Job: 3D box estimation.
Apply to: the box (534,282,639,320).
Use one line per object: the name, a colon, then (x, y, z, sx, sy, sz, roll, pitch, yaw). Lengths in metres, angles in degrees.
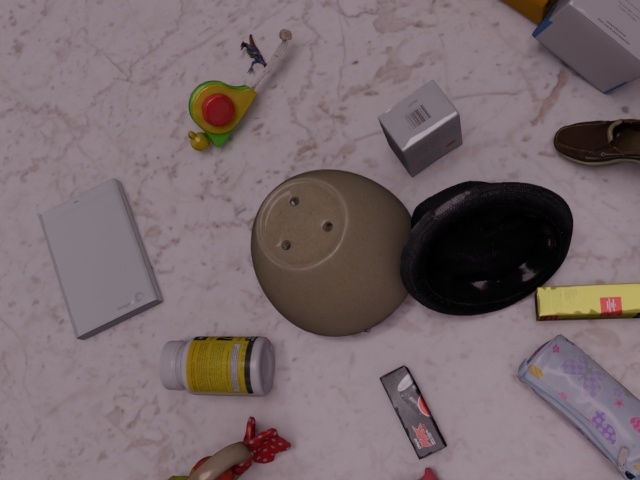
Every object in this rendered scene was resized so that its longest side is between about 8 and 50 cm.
box: (0.516, 0.113, 1.330, 0.233, 0.087, 0.058, -2, 77, 12)

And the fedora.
fedora: (0.289, -0.011, 1.347, 0.334, 0.334, 0.152, -28, 39, 5)

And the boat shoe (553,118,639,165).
boat shoe: (0.552, -0.194, 1.347, 0.258, 0.095, 0.095, 10, 73, 41)

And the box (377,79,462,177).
box: (0.201, -0.218, 1.439, 0.130, 0.170, 0.091, -34, 73, 3)

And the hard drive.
hard drive: (-0.492, 0.039, 1.610, 0.203, 0.040, 0.307, -26, 72, 6)

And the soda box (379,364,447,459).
soda box: (0.176, 0.325, 1.375, 0.060, 0.053, 0.168, -28, 73, 5)

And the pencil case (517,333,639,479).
pencil case: (0.481, 0.293, 1.279, 0.124, 0.113, 0.273, -37, 69, -21)

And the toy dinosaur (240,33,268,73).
toy dinosaur: (-0.143, -0.423, 1.641, 0.082, 0.047, 0.090, 30, 72, -2)

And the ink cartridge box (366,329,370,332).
ink cartridge box: (0.068, 0.075, 1.464, 0.097, 0.046, 0.207, 8, 78, 17)

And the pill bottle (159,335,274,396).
pill bottle: (-0.206, 0.250, 1.448, 0.209, 0.119, 0.119, -1, 76, 12)

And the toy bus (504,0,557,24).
toy bus: (0.376, -0.605, 1.526, 0.333, 0.108, 0.130, 42, 90, 18)

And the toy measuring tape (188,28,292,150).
toy measuring tape: (-0.195, -0.343, 1.578, 0.121, 0.121, 0.330, 36, 96, 18)

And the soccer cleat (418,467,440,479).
soccer cleat: (0.116, 0.505, 1.342, 0.248, 0.083, 0.095, -24, 48, 10)

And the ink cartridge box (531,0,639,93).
ink cartridge box: (0.584, -0.459, 1.367, 0.197, 0.198, 0.270, 38, 87, -2)

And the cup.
cup: (0.000, 0.000, 1.351, 0.331, 0.237, 0.330, -5, 74, 17)

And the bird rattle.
bird rattle: (-0.180, 0.444, 1.356, 0.253, 0.207, 0.143, -40, 73, 6)
